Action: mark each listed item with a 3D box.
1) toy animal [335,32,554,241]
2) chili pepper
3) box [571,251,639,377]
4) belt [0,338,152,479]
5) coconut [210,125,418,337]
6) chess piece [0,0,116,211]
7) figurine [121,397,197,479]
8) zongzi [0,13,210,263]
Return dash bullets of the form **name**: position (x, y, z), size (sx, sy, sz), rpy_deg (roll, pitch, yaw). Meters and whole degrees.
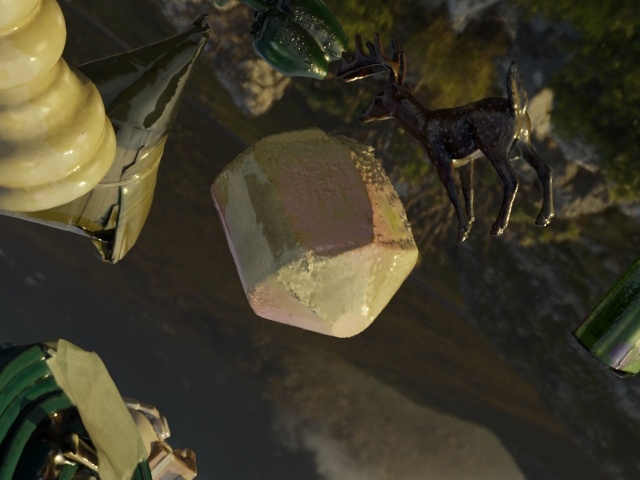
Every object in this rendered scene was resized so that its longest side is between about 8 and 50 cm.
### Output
- **toy animal**: position (0.148, -0.130, 1.114), size (0.243, 0.087, 0.260), rpy_deg (-10, 100, 45)
- **chili pepper**: position (-0.073, -0.423, 1.890), size (0.261, 0.165, 0.174), rpy_deg (38, -154, -23)
- **box**: position (0.492, 0.033, 1.333), size (0.134, 0.346, 0.097), rpy_deg (18, -155, -52)
- **belt**: position (-0.269, 0.296, 0.808), size (0.173, 0.437, 0.300), rpy_deg (-9, 147, 22)
- **coconut**: position (0.000, 0.000, 1.212), size (0.233, 0.233, 0.245), rpy_deg (83, 164, -69)
- **chess piece**: position (-0.305, -0.181, 0.935), size (0.167, 0.167, 0.300), rpy_deg (26, 147, 22)
- **figurine**: position (-0.319, 0.353, 1.675), size (0.236, 0.162, 0.141), rpy_deg (42, -177, -27)
- **zongzi**: position (-0.400, -0.182, 1.287), size (0.446, 0.181, 0.418), rpy_deg (14, 134, -21)
